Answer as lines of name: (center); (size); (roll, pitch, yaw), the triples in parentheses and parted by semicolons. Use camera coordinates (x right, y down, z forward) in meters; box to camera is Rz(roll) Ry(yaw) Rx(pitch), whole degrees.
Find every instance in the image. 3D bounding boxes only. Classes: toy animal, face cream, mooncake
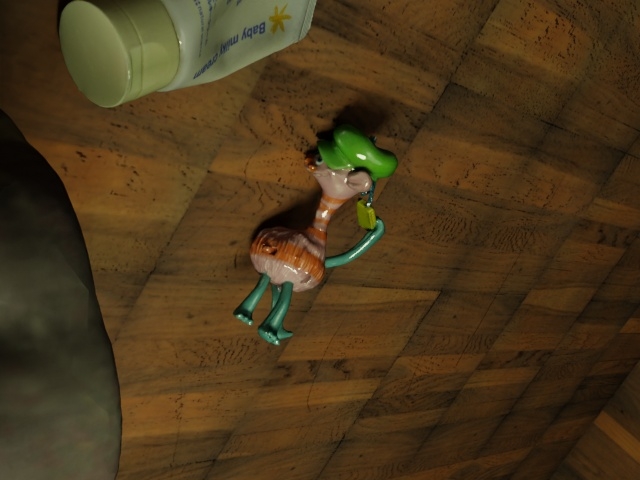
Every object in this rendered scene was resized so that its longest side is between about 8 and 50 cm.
toy animal: (0.000, 0.000, 0.884); (0.103, 0.100, 0.208); (30, 88, -19)
face cream: (-0.069, -0.161, 0.673); (0.224, 0.070, 0.114); (-31, 146, -40)
mooncake: (-0.234, 0.072, 0.519); (0.154, 0.306, 0.306); (-7, 130, -39)
